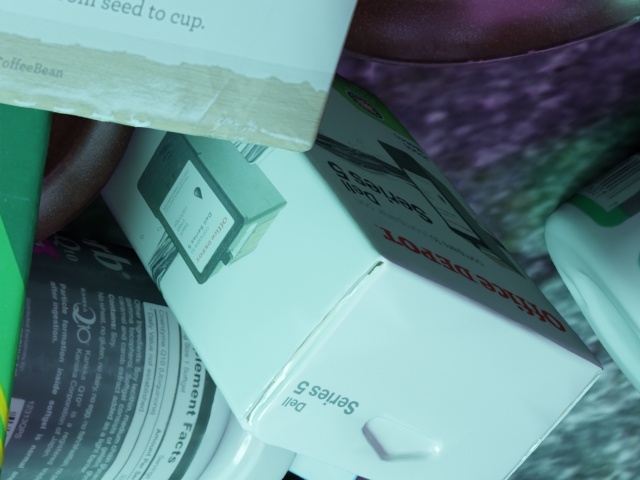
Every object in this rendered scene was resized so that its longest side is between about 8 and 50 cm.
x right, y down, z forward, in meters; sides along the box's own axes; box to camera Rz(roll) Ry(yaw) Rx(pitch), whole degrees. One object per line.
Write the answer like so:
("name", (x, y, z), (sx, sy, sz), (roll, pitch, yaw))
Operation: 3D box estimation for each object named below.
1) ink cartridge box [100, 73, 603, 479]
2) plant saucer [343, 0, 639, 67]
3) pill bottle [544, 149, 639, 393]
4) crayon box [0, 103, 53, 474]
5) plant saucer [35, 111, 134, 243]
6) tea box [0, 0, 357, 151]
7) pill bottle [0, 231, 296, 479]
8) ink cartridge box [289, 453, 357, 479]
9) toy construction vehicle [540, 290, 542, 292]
("ink cartridge box", (0.000, 0.000, 0.945), (0.198, 0.273, 0.115), (25, 110, -44))
("plant saucer", (0.123, -0.192, 0.945), (0.311, 0.050, 0.310), (-13, 158, -5))
("pill bottle", (0.355, -0.032, 1.196), (0.361, 0.204, 0.204), (-34, 137, -2))
("crayon box", (-0.312, 0.033, 0.719), (0.363, 0.106, 0.313), (9, 83, -20))
("plant saucer", (-0.180, -0.086, 0.852), (0.199, 0.036, 0.198), (-2, 95, -21))
("tea box", (-0.182, -0.198, 0.593), (0.329, 0.323, 0.220), (7, 106, -36))
("pill bottle", (-0.151, 0.077, 0.999), (0.278, 0.162, 0.162), (14, 118, -41))
("ink cartridge box", (0.025, 0.075, 1.140), (0.060, 0.180, 0.104), (27, 115, -3))
("toy construction vehicle", (0.110, 0.048, 1.238), (0.086, 0.035, 0.098), (-42, 141, 14))
